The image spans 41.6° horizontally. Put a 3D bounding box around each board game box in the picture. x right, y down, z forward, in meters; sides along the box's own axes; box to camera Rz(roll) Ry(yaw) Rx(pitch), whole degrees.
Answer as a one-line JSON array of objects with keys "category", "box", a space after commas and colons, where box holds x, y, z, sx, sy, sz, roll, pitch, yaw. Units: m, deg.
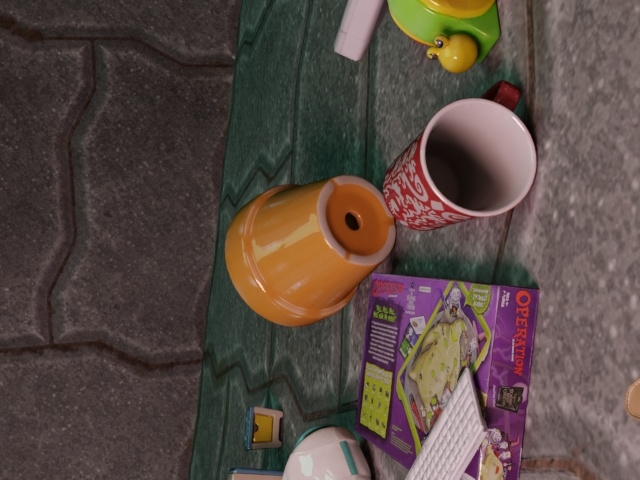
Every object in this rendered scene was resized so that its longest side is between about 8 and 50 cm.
[{"category": "board game box", "box": [0.120, 0.143, 0.910, 0.347, 0.056, 0.208, -179, 91, -75]}]

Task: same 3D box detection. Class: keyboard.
[{"category": "keyboard", "box": [0.104, 0.234, 0.816, 0.072, 0.014, 0.256, -102, 24, -49]}]

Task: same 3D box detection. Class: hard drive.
[{"category": "hard drive", "box": [0.112, -0.421, 1.023, 0.353, 0.047, 0.233, 113, -178, -50]}]

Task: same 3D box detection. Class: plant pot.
[{"category": "plant pot", "box": [0.000, 0.000, 1.172, 0.188, 0.205, 0.205, -30, 53, 52]}]

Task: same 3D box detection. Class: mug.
[{"category": "mug", "box": [0.145, -0.074, 0.860, 0.113, 0.150, 0.169, 59, 165, 1]}]

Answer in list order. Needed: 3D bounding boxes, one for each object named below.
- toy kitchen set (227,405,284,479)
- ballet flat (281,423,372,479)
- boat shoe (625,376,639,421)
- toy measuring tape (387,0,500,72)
[{"category": "toy kitchen set", "box": [-0.114, 0.374, 1.509, 0.207, 0.122, 0.166, 136, 139, -66]}, {"category": "ballet flat", "box": [-0.018, 0.438, 1.157, 0.139, 0.139, 0.400, -109, 31, -59]}, {"category": "boat shoe", "box": [0.229, 0.091, 0.525, 0.135, 0.045, 0.050, 131, 144, -64]}, {"category": "toy measuring tape", "box": [0.131, -0.328, 0.954, 0.121, 0.122, 0.330, 124, 150, -59]}]
